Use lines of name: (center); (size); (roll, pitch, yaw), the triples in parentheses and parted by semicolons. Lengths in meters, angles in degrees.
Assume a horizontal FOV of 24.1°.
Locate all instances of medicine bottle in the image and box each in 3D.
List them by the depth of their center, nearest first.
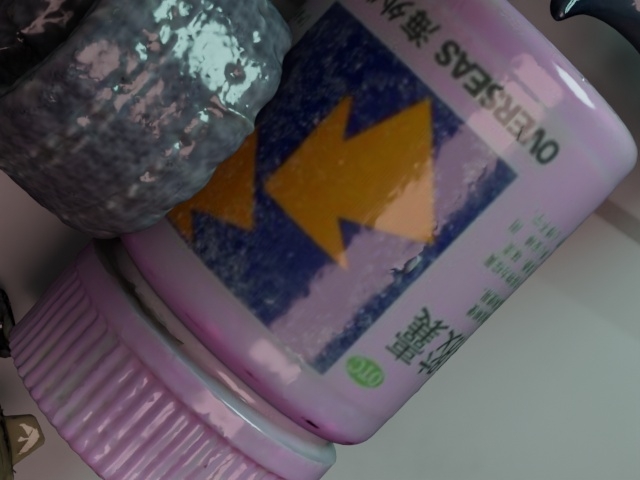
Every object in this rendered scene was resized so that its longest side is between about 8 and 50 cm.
medicine bottle: (0.000, 0.000, 0.758); (0.291, 0.178, 0.178); (-46, 122, 5)

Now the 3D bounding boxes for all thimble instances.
thimble: (-0.094, -0.081, 0.700); (0.150, 0.150, 0.098); (-46, 120, 6)

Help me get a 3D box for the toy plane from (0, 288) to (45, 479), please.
toy plane: (-0.201, 0.030, 0.748); (0.092, 0.108, 0.286); (-13, 107, -13)

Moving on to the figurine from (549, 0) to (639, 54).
figurine: (0.244, -0.100, 0.776); (0.175, 0.197, 0.265); (-19, 126, 41)
